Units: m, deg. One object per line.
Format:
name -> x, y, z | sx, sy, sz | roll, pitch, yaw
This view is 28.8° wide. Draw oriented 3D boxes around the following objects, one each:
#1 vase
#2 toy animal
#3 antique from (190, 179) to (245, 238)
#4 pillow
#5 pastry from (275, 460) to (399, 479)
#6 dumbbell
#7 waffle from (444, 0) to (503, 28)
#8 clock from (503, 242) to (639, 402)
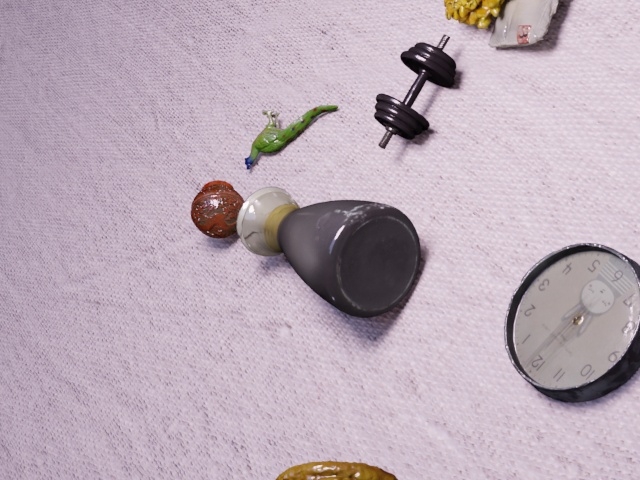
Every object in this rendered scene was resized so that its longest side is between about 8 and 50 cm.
vase -> 0.000, 0.000, 1.953 | 0.321, 0.173, 0.173 | 22, 83, 55
toy animal -> -0.064, -0.210, 2.217 | 0.217, 0.041, 0.075 | -32, 66, 24
antique -> -0.179, -0.050, 2.193 | 0.104, 0.104, 0.104 | -24, 52, 33
pillow -> 0.340, -0.398, 1.929 | 0.128, 0.051, 0.229 | 4, 67, 58
pastry -> 0.027, 0.368, 1.674 | 0.188, 0.188, 0.103 | -24, 49, 33
dumbbell -> 0.150, -0.237, 1.983 | 0.099, 0.099, 0.208 | 27, 85, 49
waffle -> 0.261, -0.433, 1.976 | 0.193, 0.070, 0.197 | -55, 21, 20
clock -> 0.338, 0.105, 1.635 | 0.215, 0.042, 0.215 | -23, 52, 34
